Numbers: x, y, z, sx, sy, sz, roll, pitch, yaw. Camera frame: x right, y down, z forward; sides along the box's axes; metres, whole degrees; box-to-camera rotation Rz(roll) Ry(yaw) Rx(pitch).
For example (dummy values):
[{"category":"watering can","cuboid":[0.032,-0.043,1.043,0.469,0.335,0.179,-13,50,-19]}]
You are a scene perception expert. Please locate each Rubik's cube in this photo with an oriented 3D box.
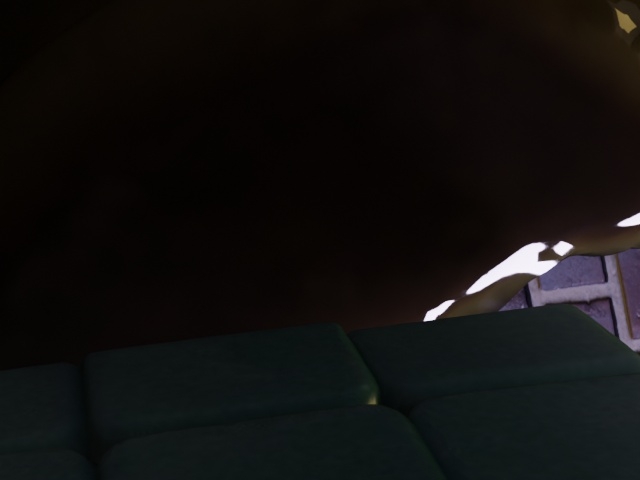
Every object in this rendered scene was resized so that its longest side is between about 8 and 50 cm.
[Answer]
[{"category":"Rubik's cube","cuboid":[-0.001,0.226,0.410,0.322,0.316,0.319,-131,-143,-69]}]

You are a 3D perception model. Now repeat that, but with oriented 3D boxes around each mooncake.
[{"category":"mooncake","cuboid":[0.000,0.000,0.636,0.246,0.394,0.393,-118,-159,-52]}]
